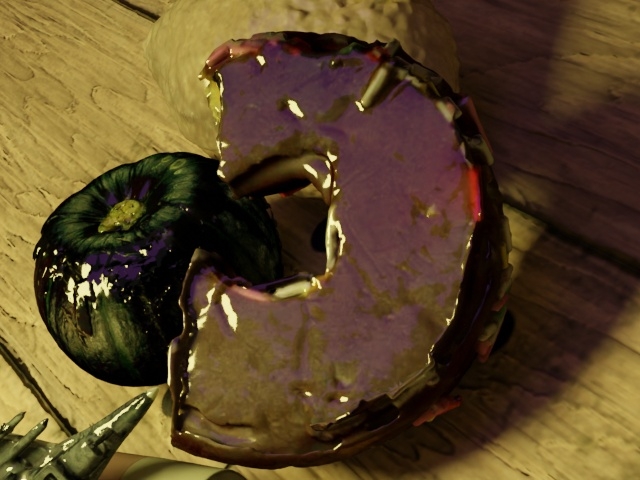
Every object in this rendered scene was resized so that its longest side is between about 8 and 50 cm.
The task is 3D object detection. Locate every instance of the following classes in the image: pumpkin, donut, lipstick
[{"bbox_3d":[-0.145,0.028,1.370,0.233,0.163,0.233,-18,37,15],"label":"pumpkin"},{"bbox_3d":[0.022,0.004,1.176,0.259,0.136,0.345,-3,77,19],"label":"donut"},{"bbox_3d":[-0.163,0.211,1.274,0.254,0.070,0.070,-1,52,45],"label":"lipstick"}]

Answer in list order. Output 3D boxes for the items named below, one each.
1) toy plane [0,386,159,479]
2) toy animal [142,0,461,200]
[{"bbox_3d":[-0.208,0.189,1.212,0.234,0.160,0.082,-43,-2,38],"label":"toy plane"},{"bbox_3d":[-0.013,-0.158,1.399,0.358,0.188,0.226,24,77,30],"label":"toy animal"}]
